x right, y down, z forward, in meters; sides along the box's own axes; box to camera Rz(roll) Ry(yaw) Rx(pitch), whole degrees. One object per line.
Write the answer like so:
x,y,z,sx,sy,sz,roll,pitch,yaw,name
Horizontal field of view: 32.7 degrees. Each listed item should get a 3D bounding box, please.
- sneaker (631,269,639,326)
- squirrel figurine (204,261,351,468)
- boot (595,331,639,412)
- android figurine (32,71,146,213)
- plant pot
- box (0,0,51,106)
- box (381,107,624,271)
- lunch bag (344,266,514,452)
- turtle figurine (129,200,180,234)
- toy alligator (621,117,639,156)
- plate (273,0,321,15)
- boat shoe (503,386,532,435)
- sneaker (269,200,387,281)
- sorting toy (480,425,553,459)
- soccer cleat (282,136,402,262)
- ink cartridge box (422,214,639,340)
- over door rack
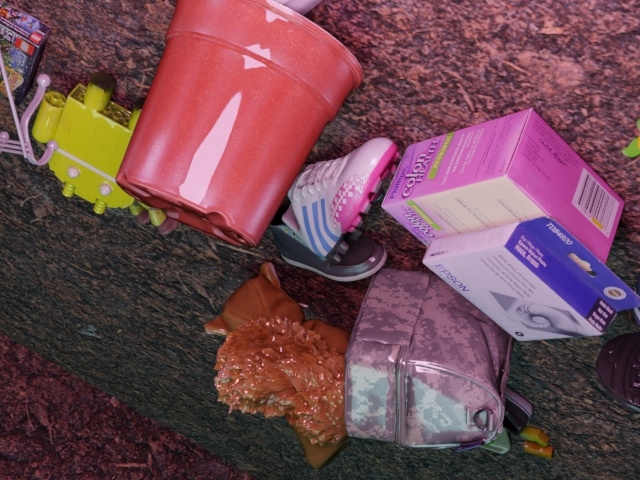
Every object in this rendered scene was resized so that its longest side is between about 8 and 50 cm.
0.578,0.114,1.551,0.282,0.099,0.153,26,150,15,sneaker
-0.047,0.216,2.061,0.370,0.281,0.397,48,-172,12,squirrel figurine
0.594,0.284,1.751,0.348,0.131,0.260,18,154,11,boot
-0.365,-0.153,1.836,0.248,0.056,0.273,30,132,-5,android figurine
-0.119,-0.149,1.412,0.272,0.265,0.272,23,170,4,plant pot
-0.537,-0.321,1.783,0.159,0.044,0.233,31,153,-11,box
0.252,-0.050,1.515,0.213,0.117,0.243,39,150,-26,box
0.190,0.200,1.810,0.256,0.305,0.213,4,119,14,lunch bag
-0.335,-0.098,1.971,0.269,0.087,0.217,6,148,33,turtle figurine
0.434,-0.136,1.277,0.189,0.056,0.051,-9,98,49,toy alligator
-0.068,-0.376,1.244,0.278,0.045,0.277,41,147,-22,plate
0.323,0.316,2.174,0.228,0.076,0.080,35,152,-20,boat shoe
0.000,0.000,1.865,0.222,0.083,0.118,7,148,34,sneaker
0.344,0.402,2.354,0.307,0.041,0.229,14,152,22,sorting toy
0.016,-0.074,1.681,0.143,0.116,0.331,35,151,4,soccer cleat
0.291,0.060,1.499,0.223,0.045,0.224,38,151,-24,ink cartridge box
-0.562,-0.279,1.733,0.239,0.108,0.324,10,136,27,over door rack
